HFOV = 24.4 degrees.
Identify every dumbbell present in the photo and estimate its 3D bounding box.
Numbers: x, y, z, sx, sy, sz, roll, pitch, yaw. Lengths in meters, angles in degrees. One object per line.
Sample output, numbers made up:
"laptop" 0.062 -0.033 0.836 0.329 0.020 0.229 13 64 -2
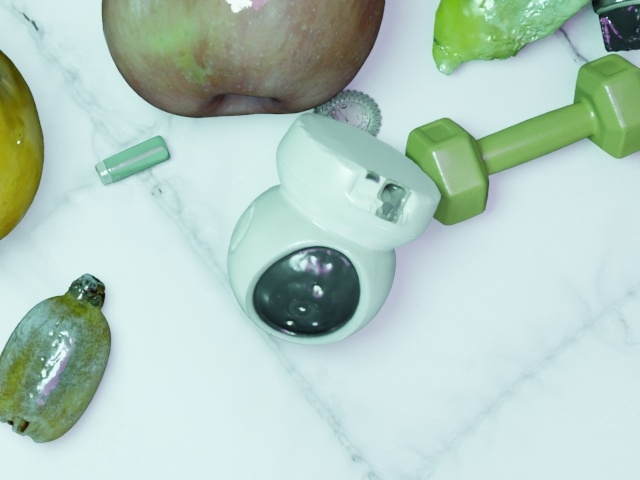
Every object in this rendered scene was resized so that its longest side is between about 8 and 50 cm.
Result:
"dumbbell" 0.247 -0.119 1.732 0.302 0.121 0.108 -22 120 -12

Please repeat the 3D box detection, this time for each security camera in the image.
"security camera" 0.000 0.000 1.636 0.194 0.194 0.236 29 107 -8

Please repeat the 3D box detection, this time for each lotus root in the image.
"lotus root" -0.290 0.126 1.631 0.113 0.088 0.192 26 83 -2

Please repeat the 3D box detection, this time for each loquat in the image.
"loquat" -0.416 -0.100 1.529 0.263 0.263 0.263 0 88 -11

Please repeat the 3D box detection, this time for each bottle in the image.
"bottle" -0.214 -0.091 1.681 0.083 0.030 0.030 -25 93 -10

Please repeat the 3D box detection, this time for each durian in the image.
"durian" 0.230 -0.299 1.723 0.250 0.101 0.139 -24 68 9

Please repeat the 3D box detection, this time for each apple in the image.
"apple" -0.080 -0.253 1.583 0.306 0.306 0.235 -1 82 -11

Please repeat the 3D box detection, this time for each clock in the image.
"clock" 0.032 -0.141 1.740 0.083 0.010 0.074 -17 91 -12

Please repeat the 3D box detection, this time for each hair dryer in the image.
"hair dryer" 0.435 -0.333 1.794 0.248 0.078 0.195 -9 85 -19
